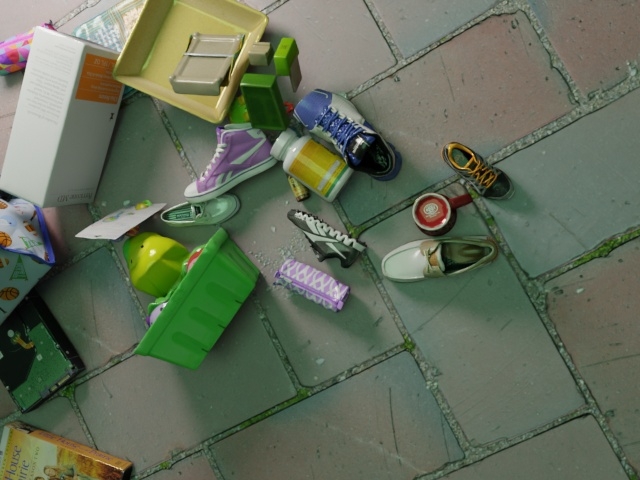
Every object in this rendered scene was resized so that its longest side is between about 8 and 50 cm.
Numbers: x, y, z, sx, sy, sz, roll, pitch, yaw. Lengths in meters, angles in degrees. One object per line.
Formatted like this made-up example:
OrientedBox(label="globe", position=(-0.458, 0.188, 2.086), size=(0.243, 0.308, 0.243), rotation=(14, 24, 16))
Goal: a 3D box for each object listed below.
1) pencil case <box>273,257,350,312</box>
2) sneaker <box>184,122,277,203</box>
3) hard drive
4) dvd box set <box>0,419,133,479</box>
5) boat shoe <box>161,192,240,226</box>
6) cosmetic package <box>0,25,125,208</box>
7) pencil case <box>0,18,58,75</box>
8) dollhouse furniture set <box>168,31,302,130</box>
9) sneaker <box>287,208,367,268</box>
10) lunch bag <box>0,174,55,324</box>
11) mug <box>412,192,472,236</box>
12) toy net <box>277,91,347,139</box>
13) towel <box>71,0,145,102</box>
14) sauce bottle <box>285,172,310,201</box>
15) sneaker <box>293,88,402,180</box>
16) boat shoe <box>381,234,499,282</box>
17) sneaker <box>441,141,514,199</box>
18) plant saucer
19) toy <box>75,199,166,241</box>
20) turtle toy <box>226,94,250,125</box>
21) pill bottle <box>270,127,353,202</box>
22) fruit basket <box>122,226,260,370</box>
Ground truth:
OrientedBox(label="pencil case", position=(-0.022, 0.120, 1.644), size=(0.206, 0.088, 0.086), rotation=(23, 97, 12))
OrientedBox(label="sneaker", position=(-0.274, -0.223, 1.671), size=(0.282, 0.102, 0.161), rotation=(-30, 119, 3))
OrientedBox(label="hard drive", position=(-0.896, 0.321, 1.868), size=(0.237, 0.064, 0.339), rotation=(-39, 80, 11))
OrientedBox(label="dvd box set", position=(-0.788, 0.753, 1.841), size=(0.421, 0.062, 0.307), rotation=(15, 93, 13))
OrientedBox(label="boat shoe", position=(-0.339, -0.078, 1.728), size=(0.226, 0.076, 0.083), rotation=(-17, 86, 13))
OrientedBox(label="cosmetic package", position=(-0.708, -0.333, 1.712), size=(0.162, 0.230, 0.453), rotation=(23, 104, 11))
OrientedBox(label="pencil case", position=(-0.896, -0.581, 1.856), size=(0.236, 0.104, 0.104), rotation=(-18, 86, 14))
OrientedBox(label="dollhouse furniture set", position=(-0.216, -0.420, 1.609), size=(0.302, 0.151, 0.197), rotation=(8, 58, 16))
OrientedBox(label="sneaker", position=(0.000, 0.000, 1.644), size=(0.234, 0.078, 0.106), rotation=(28, 94, 10))
OrientedBox(label="lunch bag", position=(-0.982, 0.017, 1.788), size=(0.328, 0.239, 0.385), rotation=(-42, 47, 11))
OrientedBox(label="mug", position=(0.292, -0.082, 1.527), size=(0.113, 0.169, 0.150), rotation=(39, 99, 11))
OrientedBox(label="toy net", position=(-0.032, -0.343, 1.674), size=(0.232, 0.045, 0.122), rotation=(-31, 81, 10))
OrientedBox(label="towel", position=(-0.534, -0.586, 1.798), size=(0.370, 0.040, 0.271), rotation=(-26, 85, 12))
OrientedBox(label="sauce bottle", position=(-0.070, -0.169, 1.681), size=(0.042, 0.042, 0.128), rotation=(-26, 85, 12))
OrientedBox(label="sneaker", position=(0.078, -0.268, 1.549), size=(0.315, 0.182, 0.127), rotation=(39, 100, 0))
OrientedBox(label="boat shoe", position=(0.297, 0.041, 1.559), size=(0.302, 0.103, 0.113), rotation=(-15, 86, 13))
OrientedBox(label="sneaker", position=(0.393, -0.174, 1.548), size=(0.215, 0.083, 0.084), rotation=(36, 96, 10))
OrientedBox(label="plant saucer", position=(-0.352, -0.522, 1.697), size=(0.333, 0.081, 0.332), rotation=(24, 87, 2))
OrientedBox(label="toy", position=(-0.544, -0.041, 1.707), size=(0.137, 0.237, 0.056), rotation=(2, 120, 22))
OrientedBox(label="turtle toy", position=(-0.211, -0.338, 1.702), size=(0.095, 0.066, 0.130), rotation=(-21, 84, 39))
OrientedBox(label="pill bottle", position=(-0.024, -0.202, 1.615), size=(0.208, 0.117, 0.117), rotation=(35, 98, 2))
OrientedBox(label="fruit basket", position=(-0.394, 0.111, 1.662), size=(0.392, 0.283, 0.391), rotation=(0, 100, -1))
